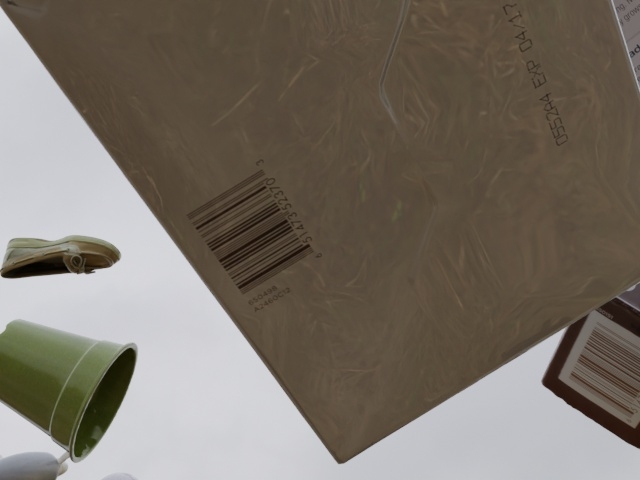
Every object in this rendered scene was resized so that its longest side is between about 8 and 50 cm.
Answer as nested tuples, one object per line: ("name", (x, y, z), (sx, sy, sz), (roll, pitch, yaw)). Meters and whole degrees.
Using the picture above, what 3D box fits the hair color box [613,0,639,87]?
("hair color box", (0.215, -0.164, 0.702), (0.174, 0.105, 0.347), (-38, -86, 13))

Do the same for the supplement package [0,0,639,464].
("supplement package", (0.016, -0.067, 0.407), (0.204, 0.145, 0.262), (-31, -59, 1))

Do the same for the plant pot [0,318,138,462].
("plant pot", (-0.173, 0.089, 0.563), (0.079, 0.083, 0.083), (24, -42, 6))

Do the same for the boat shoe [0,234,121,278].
("boat shoe", (-0.321, 0.026, 1.069), (0.153, 0.048, 0.056), (2, -33, 10))

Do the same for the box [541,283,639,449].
("box", (0.427, 0.040, 0.999), (0.381, 0.143, 0.191), (-40, -28, -34))

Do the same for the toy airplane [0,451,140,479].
("toy airplane", (-0.372, 0.448, 1.260), (0.386, 0.384, 0.272), (40, -98, -8))
